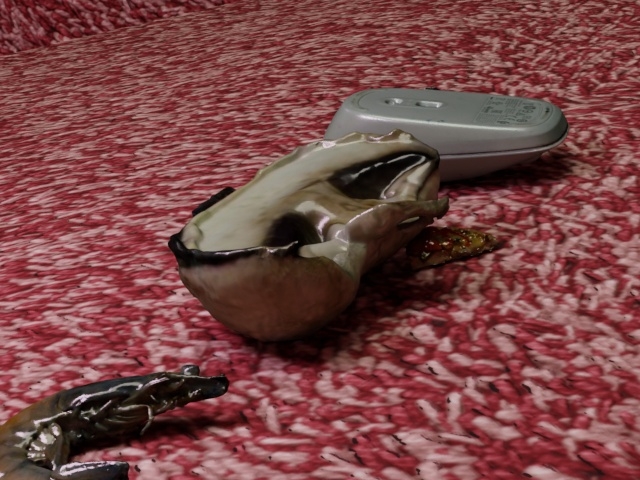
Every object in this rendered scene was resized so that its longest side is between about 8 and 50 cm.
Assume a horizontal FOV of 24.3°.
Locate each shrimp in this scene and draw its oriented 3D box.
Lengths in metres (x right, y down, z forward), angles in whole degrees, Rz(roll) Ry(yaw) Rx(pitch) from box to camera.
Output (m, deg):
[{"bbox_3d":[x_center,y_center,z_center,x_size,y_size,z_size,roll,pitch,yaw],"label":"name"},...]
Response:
[{"bbox_3d":[-0.175,0.157,1.188,0.217,0.051,0.150,-18,21,1],"label":"shrimp"}]

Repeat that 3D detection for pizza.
[{"bbox_3d":[0.133,-0.001,1.519,0.099,0.029,0.100,-6,19,10],"label":"pizza"}]

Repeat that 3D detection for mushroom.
[{"bbox_3d":[0.000,0.002,1.429,0.247,0.130,0.344,-2,22,19],"label":"mushroom"}]

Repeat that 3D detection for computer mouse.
[{"bbox_3d":[0.147,-0.116,1.762,0.288,0.097,0.159,7,20,14],"label":"computer mouse"}]
